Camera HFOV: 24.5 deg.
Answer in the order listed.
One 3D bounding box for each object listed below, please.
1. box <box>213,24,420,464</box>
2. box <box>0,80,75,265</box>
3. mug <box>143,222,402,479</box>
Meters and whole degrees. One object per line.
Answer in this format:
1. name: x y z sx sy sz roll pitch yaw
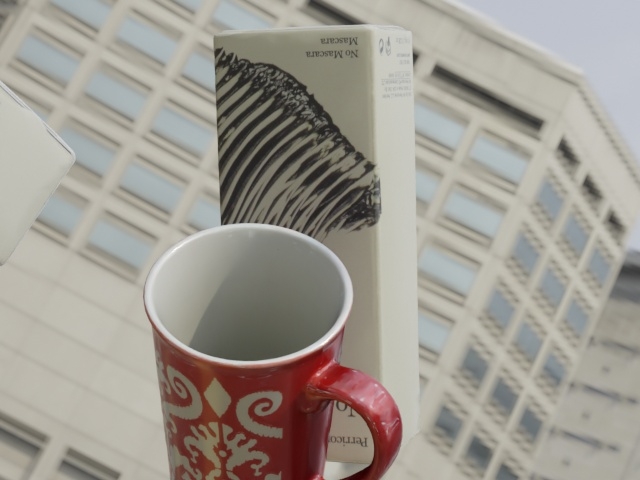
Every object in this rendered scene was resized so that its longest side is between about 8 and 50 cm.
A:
1. box: 0.000 0.000 0.955 0.113 0.275 0.094 -1 6 18
2. box: -0.383 -0.106 1.291 0.311 0.121 0.148 23 -16 33
3. mug: -0.035 0.101 0.831 0.150 0.113 0.169 -124 -153 -43
